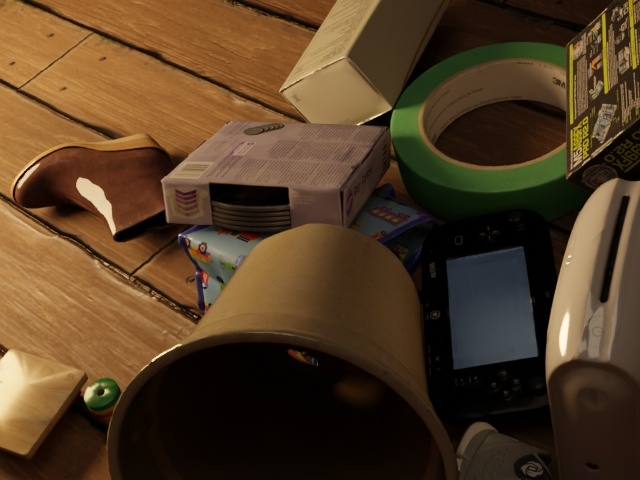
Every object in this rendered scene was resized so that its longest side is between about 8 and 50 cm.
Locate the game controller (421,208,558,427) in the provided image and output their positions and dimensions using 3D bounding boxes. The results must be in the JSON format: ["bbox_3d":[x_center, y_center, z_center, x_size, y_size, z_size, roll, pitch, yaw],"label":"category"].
[{"bbox_3d":[0.208,0.087,1.319,0.166,0.067,0.319,-5,45,7],"label":"game controller"}]

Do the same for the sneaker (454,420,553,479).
[{"bbox_3d":[0.178,0.292,1.119,0.132,0.086,0.229,13,51,25],"label":"sneaker"}]

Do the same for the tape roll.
[{"bbox_3d":[0.262,-0.155,1.537,0.321,0.077,0.321,-9,44,9],"label":"tape roll"}]

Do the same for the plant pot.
[{"bbox_3d":[-0.015,0.149,1.139,0.334,0.334,0.305,-5,28,13],"label":"plant pot"}]

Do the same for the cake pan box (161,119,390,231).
[{"bbox_3d":[-0.052,-0.090,1.452,0.245,0.070,0.267,2,24,16],"label":"cake pan box"}]

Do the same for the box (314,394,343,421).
[{"bbox_3d":[0.008,0.259,1.245,0.116,0.029,0.162,-38,49,-21],"label":"box"}]

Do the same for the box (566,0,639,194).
[{"bbox_3d":[0.399,-0.214,1.360,0.060,0.216,0.270,28,46,-17],"label":"box"}]

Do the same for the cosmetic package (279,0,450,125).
[{"bbox_3d":[0.080,-0.316,1.688,0.160,0.113,0.309,-18,35,47],"label":"cosmetic package"}]

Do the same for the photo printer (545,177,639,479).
[{"bbox_3d":[0.301,0.110,1.098,0.107,0.307,0.256,5,48,23],"label":"photo printer"}]

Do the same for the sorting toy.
[{"bbox_3d":[-0.388,0.215,1.402,0.274,0.046,0.132,12,52,27],"label":"sorting toy"}]

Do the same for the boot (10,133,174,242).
[{"bbox_3d":[-0.335,-0.068,1.631,0.248,0.090,0.207,-21,42,-8],"label":"boot"}]

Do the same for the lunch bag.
[{"bbox_3d":[0.000,0.000,1.447,0.221,0.138,0.293,23,48,37],"label":"lunch bag"}]
